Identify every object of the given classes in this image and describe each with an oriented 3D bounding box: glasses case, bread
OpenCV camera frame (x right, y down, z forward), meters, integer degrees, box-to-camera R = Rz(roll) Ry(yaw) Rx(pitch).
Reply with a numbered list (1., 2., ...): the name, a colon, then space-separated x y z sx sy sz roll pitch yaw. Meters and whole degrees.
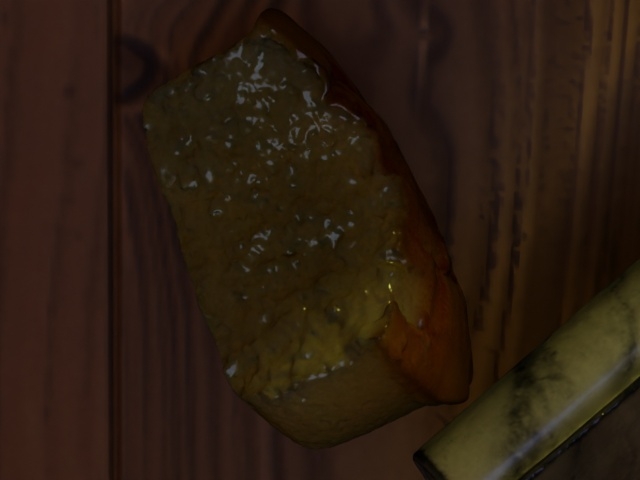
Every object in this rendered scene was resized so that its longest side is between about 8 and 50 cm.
1. glasses case: 0.170 0.012 0.686 0.299 0.060 0.114 -40 150 -4
2. bread: 0.002 0.000 0.682 0.086 0.125 0.156 -27 71 12
